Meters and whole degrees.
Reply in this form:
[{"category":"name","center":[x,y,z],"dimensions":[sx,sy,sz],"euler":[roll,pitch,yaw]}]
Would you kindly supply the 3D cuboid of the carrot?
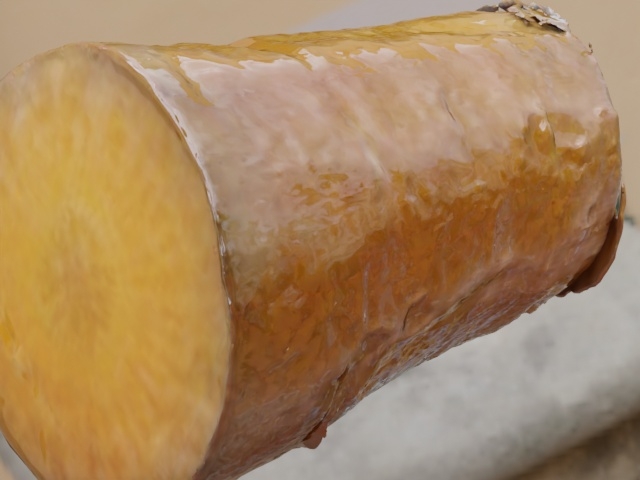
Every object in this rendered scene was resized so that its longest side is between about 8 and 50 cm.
[{"category":"carrot","center":[0.000,0.000,0.786],"dimensions":[0.254,0.196,0.196],"euler":[-11,19,-38]}]
